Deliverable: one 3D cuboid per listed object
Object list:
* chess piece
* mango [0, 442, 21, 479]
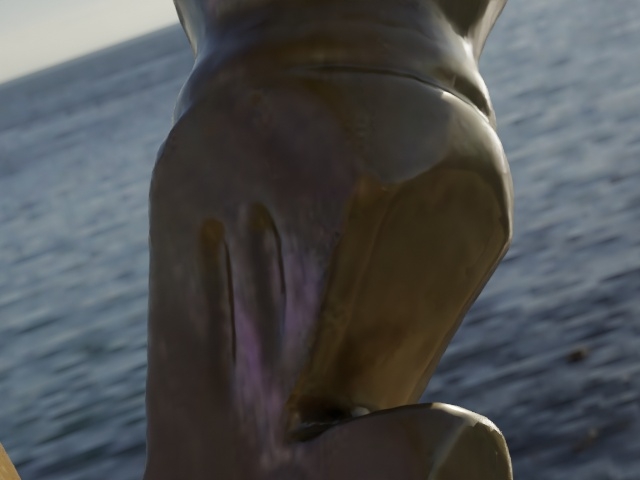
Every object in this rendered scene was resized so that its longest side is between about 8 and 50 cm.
[{"bbox_3d":[0.000,0.000,0.607,0.137,0.300,0.137,3,-24,2],"label":"chess piece"},{"bbox_3d":[-0.083,0.064,0.321,0.085,0.102,0.184,-34,46,4],"label":"mango"}]
